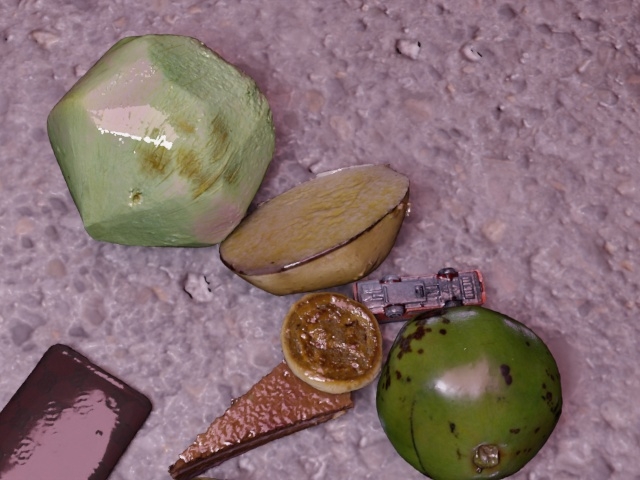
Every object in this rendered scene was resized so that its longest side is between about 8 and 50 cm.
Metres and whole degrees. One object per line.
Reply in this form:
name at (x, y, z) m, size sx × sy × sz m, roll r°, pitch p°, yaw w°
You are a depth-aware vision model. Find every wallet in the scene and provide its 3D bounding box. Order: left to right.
wallet at (-0.361, 0.272, 1.353) m, size 0.182 × 0.049 × 0.229 m, roll 29°, pitch 65°, yaw 7°

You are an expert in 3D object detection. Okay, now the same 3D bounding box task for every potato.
potato at (0.000, 0.000, 1.450) m, size 0.299 × 0.116 × 0.239 m, roll -30°, pitch 34°, yaw -21°

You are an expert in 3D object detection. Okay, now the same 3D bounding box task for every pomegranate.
pomegranate at (0.195, 0.196, 1.341) m, size 0.254 × 0.254 × 0.270 m, roll -3°, pitch 47°, yaw -7°

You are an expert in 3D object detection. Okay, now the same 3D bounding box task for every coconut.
coconut at (-0.236, -0.129, 1.417) m, size 0.328 × 0.281 × 0.328 m, roll 2°, pitch 87°, yaw -38°

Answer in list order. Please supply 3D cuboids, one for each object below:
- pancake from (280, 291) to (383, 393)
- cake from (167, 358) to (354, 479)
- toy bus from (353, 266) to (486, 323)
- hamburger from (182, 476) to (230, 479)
pancake at (0.018, 0.136, 1.348) m, size 0.158 × 0.028 × 0.158 m, roll 7°, pitch 54°, yaw -10°
cake at (-0.074, 0.248, 1.349) m, size 0.295 × 0.116 × 0.113 m, roll -31°, pitch 72°, yaw -20°
toy bus at (0.144, 0.085, 1.465) m, size 0.192 × 0.077 × 0.065 m, roll -5°, pitch 69°, yaw -6°
hamburger at (-0.166, 0.422, 1.249) m, size 0.309 × 0.132 × 0.211 m, roll -39°, pitch 70°, yaw -14°
